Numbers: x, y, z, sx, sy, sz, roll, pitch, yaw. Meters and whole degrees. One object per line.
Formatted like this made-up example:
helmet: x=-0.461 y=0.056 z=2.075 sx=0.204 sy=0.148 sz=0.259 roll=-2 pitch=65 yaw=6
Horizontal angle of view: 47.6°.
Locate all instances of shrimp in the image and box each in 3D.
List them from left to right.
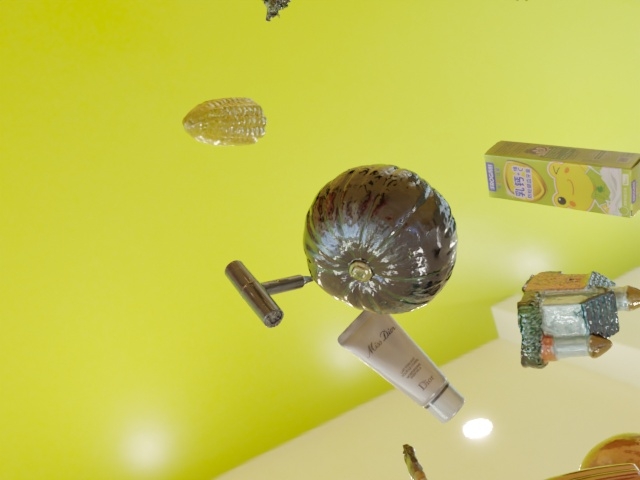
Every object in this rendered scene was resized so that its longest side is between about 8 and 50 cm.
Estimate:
shrimp: x=0.230 y=0.522 z=1.529 sx=0.035 sy=0.148 sz=0.195 roll=-35 pitch=-154 yaw=2

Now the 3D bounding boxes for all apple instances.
apple: x=0.645 y=0.505 z=1.433 sx=0.253 sy=0.253 sz=0.253 roll=-17 pitch=-169 yaw=3

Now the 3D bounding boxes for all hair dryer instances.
hair dryer: x=-0.072 y=0.102 z=1.458 sx=0.195 sy=0.050 sz=0.173 roll=0 pitch=-146 yaw=-36

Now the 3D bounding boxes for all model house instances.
model house: x=0.619 y=0.175 z=1.694 sx=0.291 sy=0.184 sz=0.253 roll=-11 pitch=-170 yaw=32

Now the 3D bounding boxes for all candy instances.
candy: x=-0.189 y=-0.224 z=1.370 sx=0.106 sy=0.094 sz=0.199 roll=1 pitch=-172 yaw=26

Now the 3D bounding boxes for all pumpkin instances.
pumpkin: x=0.105 y=-0.018 z=1.157 sx=0.248 sy=0.248 sz=0.248 roll=-17 pitch=-169 yaw=3

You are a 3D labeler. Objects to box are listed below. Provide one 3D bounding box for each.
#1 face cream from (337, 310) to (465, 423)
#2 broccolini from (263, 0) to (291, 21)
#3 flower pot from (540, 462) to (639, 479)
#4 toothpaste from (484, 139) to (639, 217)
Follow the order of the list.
face cream: x=0.196 y=0.290 z=1.688 sx=0.143 sy=0.314 sz=0.089 roll=-45 pitch=171 yaw=-15
broccolini: x=-0.113 y=-0.416 z=0.918 sx=0.062 sy=0.271 sz=0.123 roll=-32 pitch=-174 yaw=-23
flower pot: x=0.452 y=0.447 z=1.158 sx=0.173 sy=0.190 sz=0.190 roll=-26 pitch=-170 yaw=7
toothpaste: x=0.503 y=-0.132 z=1.511 sx=0.327 sy=0.110 sz=0.077 roll=13 pitch=-140 yaw=40
